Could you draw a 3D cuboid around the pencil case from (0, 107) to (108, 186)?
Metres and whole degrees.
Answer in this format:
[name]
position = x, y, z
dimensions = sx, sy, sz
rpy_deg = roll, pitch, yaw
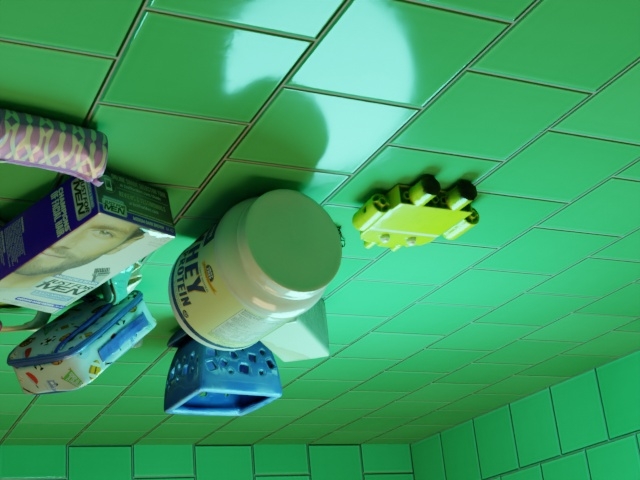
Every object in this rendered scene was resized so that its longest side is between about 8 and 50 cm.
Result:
[pencil case]
position = -0.427, -0.144, 1.524
dimensions = 0.206, 0.088, 0.086
rpy_deg = 8, 156, -33

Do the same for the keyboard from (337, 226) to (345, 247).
[keyboard]
position = 0.000, 0.000, 2.053
dimensions = 0.100, 0.038, 0.192
rpy_deg = -7, 159, 2

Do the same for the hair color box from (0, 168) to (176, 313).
[hair color box]
position = -0.446, 0.006, 1.795
dimensions = 0.338, 0.110, 0.185
rpy_deg = -31, 150, 27

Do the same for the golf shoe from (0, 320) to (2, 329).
[golf shoe]
position = -0.784, 0.165, 1.971
dimensions = 0.306, 0.140, 0.115
rpy_deg = 18, -170, -39

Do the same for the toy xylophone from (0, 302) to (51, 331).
[toy xylophone]
position = -0.741, 0.166, 2.209
dimensions = 0.322, 0.081, 0.236
rpy_deg = -3, 173, -12

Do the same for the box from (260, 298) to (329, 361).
[box]
position = -0.075, 0.171, 2.315
dimensions = 0.121, 0.148, 0.311
rpy_deg = -10, 156, 11

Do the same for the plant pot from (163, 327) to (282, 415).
[plant pot]
position = -0.254, 0.313, 2.530
dimensions = 0.235, 0.212, 0.236
rpy_deg = 7, 155, -31

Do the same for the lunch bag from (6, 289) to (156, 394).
[lunch bag]
position = -0.506, 0.213, 2.171
dimensions = 0.243, 0.115, 0.303
rpy_deg = -13, -160, 32

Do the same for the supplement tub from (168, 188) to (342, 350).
[supplement tub]
position = -0.126, 0.058, 1.897
dimensions = 0.235, 0.236, 0.325
rpy_deg = 8, 154, -30

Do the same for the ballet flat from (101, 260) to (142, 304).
[ballet flat]
position = -0.411, 0.071, 2.077
dimensions = 0.087, 0.083, 0.247
rpy_deg = -15, 163, -16

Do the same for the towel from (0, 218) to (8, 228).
[towel]
position = -0.705, 0.025, 1.921
dimensions = 0.316, 0.054, 0.332
rpy_deg = -16, 156, 22

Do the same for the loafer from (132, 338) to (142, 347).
[loafer]
position = -0.513, 0.244, 2.535
dimensions = 0.125, 0.045, 0.039
rpy_deg = 13, 169, -25

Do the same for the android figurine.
[android figurine]
position = 0.181, -0.044, 1.967
dimensions = 0.248, 0.056, 0.273
rpy_deg = 6, 153, -28
